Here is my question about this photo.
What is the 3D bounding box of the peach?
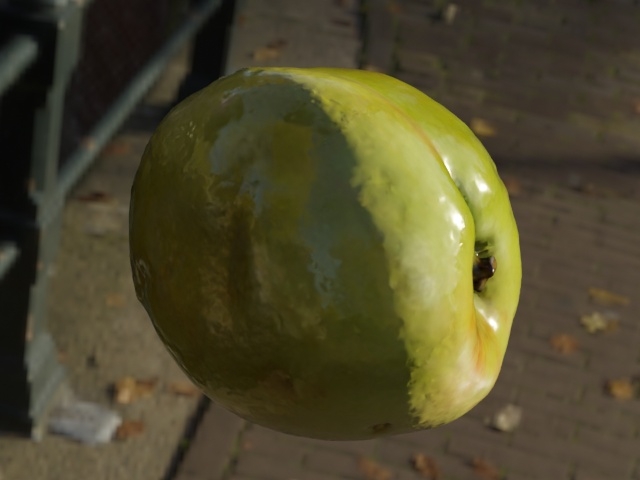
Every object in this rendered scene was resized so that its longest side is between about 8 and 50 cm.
[{"bbox_3d":[0.005,0.006,1.510,0.315,0.314,0.281,-1,15,39],"label":"peach"}]
